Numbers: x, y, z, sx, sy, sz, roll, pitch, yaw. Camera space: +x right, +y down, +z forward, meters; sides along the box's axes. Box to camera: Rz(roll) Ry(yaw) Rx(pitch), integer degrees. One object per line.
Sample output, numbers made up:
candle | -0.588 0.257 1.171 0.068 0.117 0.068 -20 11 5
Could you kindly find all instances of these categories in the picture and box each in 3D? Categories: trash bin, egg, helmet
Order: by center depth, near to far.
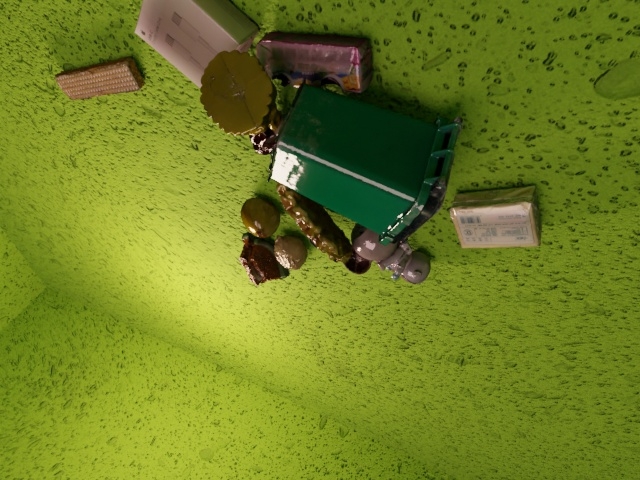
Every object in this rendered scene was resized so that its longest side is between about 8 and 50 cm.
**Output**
trash bin | 0.093 -0.182 0.963 0.381 0.259 0.295 21 157 -4
helmet | 0.121 0.057 1.453 0.089 0.057 0.111 -42 102 14
egg | -0.107 0.041 1.532 0.118 0.116 0.140 25 149 55

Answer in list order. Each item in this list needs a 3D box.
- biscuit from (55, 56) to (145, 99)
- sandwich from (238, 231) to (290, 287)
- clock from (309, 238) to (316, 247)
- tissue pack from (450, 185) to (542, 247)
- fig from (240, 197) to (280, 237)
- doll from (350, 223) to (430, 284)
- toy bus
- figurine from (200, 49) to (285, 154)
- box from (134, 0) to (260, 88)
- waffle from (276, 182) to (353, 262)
biscuit | -0.698 -0.506 1.340 0.379 0.054 0.094 4 135 30
sandwich | -0.217 0.068 1.614 0.079 0.159 0.235 -17 103 50
clock | 0.000 0.000 1.497 0.085 0.017 0.085 18 141 15
tissue pack | 0.449 -0.055 1.084 0.196 0.092 0.148 -1 133 35
fig | -0.205 -0.080 1.463 0.153 0.121 0.136 31 155 39
doll | 0.227 0.036 1.305 0.287 0.151 0.151 36 143 -19
toy bus | -0.019 -0.411 0.983 0.274 0.090 0.112 13 138 20
figurine | -0.142 -0.308 1.055 0.187 0.168 0.315 36 -174 14
box | -0.303 -0.513 1.041 0.252 0.106 0.203 40 143 -12
waffle | -0.013 -0.059 1.233 0.068 0.325 0.302 -38 85 13
